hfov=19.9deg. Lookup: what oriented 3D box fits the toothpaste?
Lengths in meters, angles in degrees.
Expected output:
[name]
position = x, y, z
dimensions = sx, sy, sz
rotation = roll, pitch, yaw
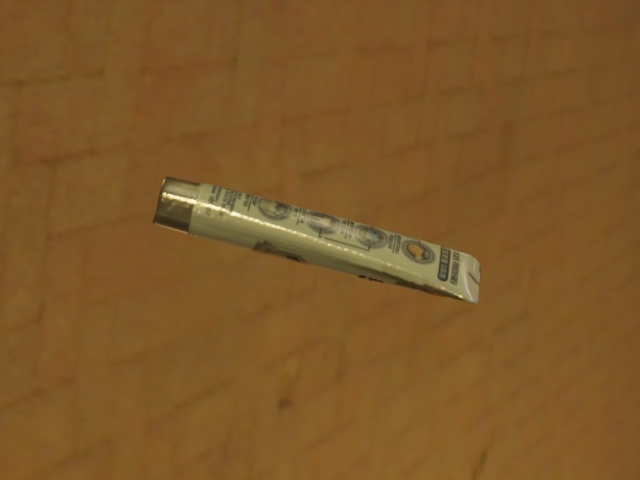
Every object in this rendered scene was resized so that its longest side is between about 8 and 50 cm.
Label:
[toothpaste]
position = 0.000, 0.000, 1.299
dimensions = 0.062, 0.239, 0.039
rotation = -80, -175, -61
